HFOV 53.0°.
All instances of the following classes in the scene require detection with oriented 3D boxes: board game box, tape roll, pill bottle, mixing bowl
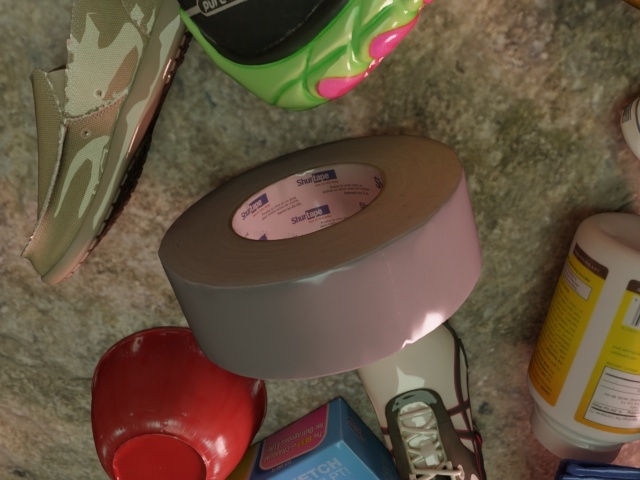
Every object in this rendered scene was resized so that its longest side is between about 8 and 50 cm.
[{"bbox_3d":[-0.038,0.340,0.721,0.316,0.064,0.242,-33,113,15],"label":"board game box"},{"bbox_3d":[0.000,0.000,0.462,0.219,0.219,0.072,-15,115,7],"label":"tape roll"},{"bbox_3d":[0.256,0.092,0.567,0.117,0.117,0.215,7,117,-4],"label":"pill bottle"},{"bbox_3d":[-0.146,0.185,0.623,0.181,0.098,0.181,0,116,0],"label":"mixing bowl"}]

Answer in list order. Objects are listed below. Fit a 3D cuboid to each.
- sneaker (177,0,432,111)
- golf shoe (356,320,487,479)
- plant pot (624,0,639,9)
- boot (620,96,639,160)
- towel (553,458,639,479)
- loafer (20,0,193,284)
[{"bbox_3d":[0.060,-0.301,0.328,0.202,0.185,0.483,34,103,-7],"label":"sneaker"},{"bbox_3d":[0.105,0.174,0.609,0.105,0.120,0.273,-20,114,11],"label":"golf shoe"},{"bbox_3d":[0.252,-0.221,0.343,0.212,0.187,0.212,29,116,-1],"label":"plant pot"},{"bbox_3d":[0.330,-0.054,0.502,0.190,0.069,0.086,36,154,-16],"label":"boot"},{"bbox_3d":[0.338,0.303,0.653,0.243,0.040,0.336,-2,138,7],"label":"towel"},{"bbox_3d":[-0.174,-0.092,0.487,0.092,0.102,0.269,25,105,-11],"label":"loafer"}]
